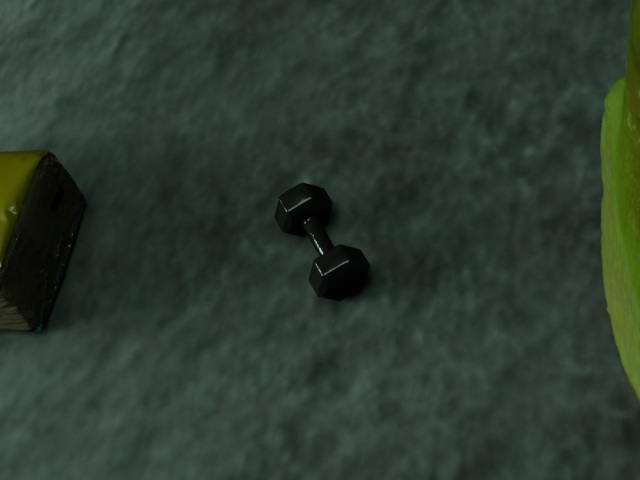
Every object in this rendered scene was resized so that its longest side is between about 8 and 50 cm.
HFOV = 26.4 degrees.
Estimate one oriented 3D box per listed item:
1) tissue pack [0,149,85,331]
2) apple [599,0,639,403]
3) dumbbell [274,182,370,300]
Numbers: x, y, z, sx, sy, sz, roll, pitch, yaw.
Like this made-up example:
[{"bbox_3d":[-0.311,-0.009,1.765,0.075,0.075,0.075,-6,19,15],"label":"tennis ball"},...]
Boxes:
[{"bbox_3d":[-0.268,-0.003,0.983,0.169,0.082,0.120,1,61,23],"label":"tissue pack"},{"bbox_3d":[0.272,-0.045,0.607,0.374,0.384,0.374,-39,29,27],"label":"apple"},{"bbox_3d":[0.000,0.000,0.901,0.036,0.040,0.083,-12,51,-24],"label":"dumbbell"}]
